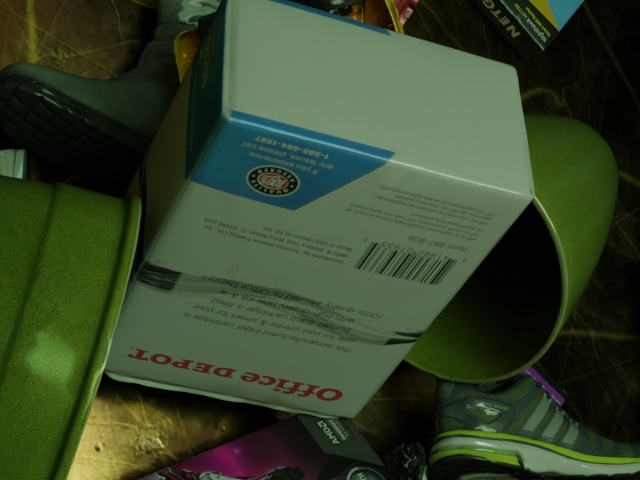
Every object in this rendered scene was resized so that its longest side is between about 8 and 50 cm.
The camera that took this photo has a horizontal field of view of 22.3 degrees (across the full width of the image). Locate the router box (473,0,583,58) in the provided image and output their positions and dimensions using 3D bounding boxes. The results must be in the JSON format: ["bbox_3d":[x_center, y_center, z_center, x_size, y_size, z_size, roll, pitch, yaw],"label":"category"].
[{"bbox_3d":[0.235,-0.329,1.966,0.179,0.046,0.133,46,61,-13],"label":"router box"}]

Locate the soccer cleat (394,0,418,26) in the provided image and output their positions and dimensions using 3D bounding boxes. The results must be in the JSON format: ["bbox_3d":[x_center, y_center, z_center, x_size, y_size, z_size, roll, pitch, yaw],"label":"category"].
[{"bbox_3d":[0.081,-0.302,1.803,0.095,0.083,0.248,36,27,0],"label":"soccer cleat"}]

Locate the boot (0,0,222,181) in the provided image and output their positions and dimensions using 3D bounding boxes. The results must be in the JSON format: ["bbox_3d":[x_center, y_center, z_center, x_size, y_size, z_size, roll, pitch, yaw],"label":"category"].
[{"bbox_3d":[-0.176,-0.172,1.669,0.338,0.118,0.223,22,65,-36],"label":"boot"}]

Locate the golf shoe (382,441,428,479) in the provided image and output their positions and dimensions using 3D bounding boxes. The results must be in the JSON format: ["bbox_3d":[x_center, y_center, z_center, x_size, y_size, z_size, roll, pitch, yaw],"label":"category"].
[{"bbox_3d":[0.088,0.316,1.724,0.094,0.077,0.198,31,65,-39],"label":"golf shoe"}]

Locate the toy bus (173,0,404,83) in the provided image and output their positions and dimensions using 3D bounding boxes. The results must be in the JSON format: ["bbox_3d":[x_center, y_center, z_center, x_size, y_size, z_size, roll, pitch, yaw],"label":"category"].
[{"bbox_3d":[-0.014,-0.183,1.636,0.211,0.220,0.149,-55,131,-73],"label":"toy bus"}]

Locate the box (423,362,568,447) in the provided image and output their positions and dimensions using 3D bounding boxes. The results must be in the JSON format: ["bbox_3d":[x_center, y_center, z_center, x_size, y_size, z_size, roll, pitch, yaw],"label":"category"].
[{"bbox_3d":[0.199,0.199,1.830,0.116,0.029,0.162,45,60,-15],"label":"box"}]

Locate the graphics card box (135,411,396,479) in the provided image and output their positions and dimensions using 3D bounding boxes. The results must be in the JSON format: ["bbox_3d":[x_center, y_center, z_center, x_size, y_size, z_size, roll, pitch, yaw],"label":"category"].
[{"bbox_3d":[-0.078,0.317,1.550,0.371,0.094,0.233,-17,55,-32],"label":"graphics card box"}]

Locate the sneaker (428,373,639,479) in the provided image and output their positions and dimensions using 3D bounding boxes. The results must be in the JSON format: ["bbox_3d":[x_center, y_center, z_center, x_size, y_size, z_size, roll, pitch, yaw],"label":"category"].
[{"bbox_3d":[0.245,0.209,1.778,0.300,0.111,0.121,12,63,-35],"label":"sneaker"}]

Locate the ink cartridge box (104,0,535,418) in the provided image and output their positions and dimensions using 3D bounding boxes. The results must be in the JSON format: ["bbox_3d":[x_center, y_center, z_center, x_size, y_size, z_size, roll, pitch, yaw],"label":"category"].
[{"bbox_3d":[-0.024,-0.016,1.512,0.285,0.395,0.166,14,50,-19],"label":"ink cartridge box"}]

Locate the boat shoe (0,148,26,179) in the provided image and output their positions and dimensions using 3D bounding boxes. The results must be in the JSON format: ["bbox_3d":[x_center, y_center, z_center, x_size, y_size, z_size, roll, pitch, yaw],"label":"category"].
[{"bbox_3d":[-0.310,-0.042,1.598,0.035,0.035,0.100,2,80,-1],"label":"boat shoe"}]

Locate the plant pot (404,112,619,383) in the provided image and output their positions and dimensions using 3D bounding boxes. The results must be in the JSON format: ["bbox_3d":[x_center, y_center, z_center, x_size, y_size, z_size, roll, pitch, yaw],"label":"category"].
[{"bbox_3d":[0.206,-0.030,1.773,0.293,0.275,0.275,-34,96,-49],"label":"plant pot"}]

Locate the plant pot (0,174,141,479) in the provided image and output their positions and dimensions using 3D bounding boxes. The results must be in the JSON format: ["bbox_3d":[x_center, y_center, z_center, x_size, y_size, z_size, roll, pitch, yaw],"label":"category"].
[{"bbox_3d":[-0.378,0.078,1.371,0.353,0.366,0.366,20,69,-12],"label":"plant pot"}]
